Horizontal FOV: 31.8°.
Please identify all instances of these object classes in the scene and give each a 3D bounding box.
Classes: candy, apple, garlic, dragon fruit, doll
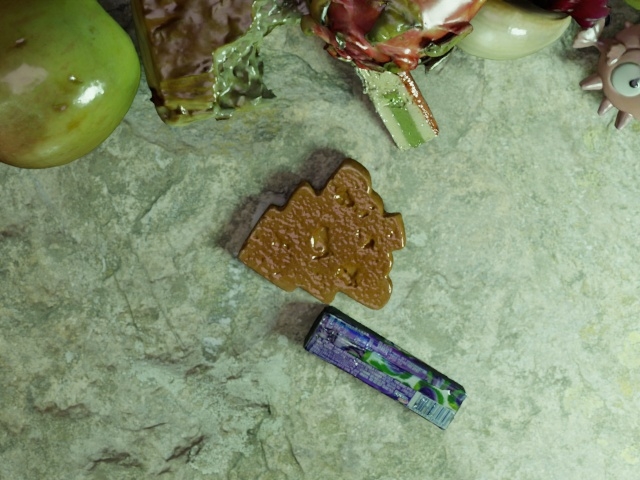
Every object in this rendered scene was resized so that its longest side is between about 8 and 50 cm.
[{"bbox_3d":[0.120,0.233,2.066,0.312,0.061,0.088,31,104,-4],"label":"candy"},{"bbox_3d":[-0.462,-0.291,1.844,0.305,0.338,0.338,-34,99,8],"label":"apple"},{"bbox_3d":[0.299,-0.379,1.869,0.245,0.145,0.164,18,74,-2],"label":"garlic"},{"bbox_3d":[0.103,-0.387,1.716,0.291,0.250,0.269,-28,126,17],"label":"dragon fruit"},{"bbox_3d":[0.542,-0.286,1.877,0.262,0.093,0.211,35,111,-8],"label":"doll"}]

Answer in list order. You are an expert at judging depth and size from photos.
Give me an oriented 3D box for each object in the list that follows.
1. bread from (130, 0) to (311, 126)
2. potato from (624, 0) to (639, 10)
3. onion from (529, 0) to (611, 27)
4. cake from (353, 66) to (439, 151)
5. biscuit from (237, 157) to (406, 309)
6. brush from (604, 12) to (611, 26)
[{"bbox_3d":[-0.156,-0.395,1.861,0.314,0.191,0.370,-12,108,8],"label":"bread"},{"bbox_3d":[0.497,-0.523,1.752,0.270,0.219,0.359,4,121,46],"label":"potato"},{"bbox_3d":[0.330,-0.443,1.723,0.146,0.314,0.280,-28,89,-4],"label":"onion"},{"bbox_3d":[0.120,-0.271,1.946,0.086,0.116,0.220,-26,134,14],"label":"cake"},{"bbox_3d":[0.000,0.000,2.025,0.306,0.043,0.284,-8,105,9],"label":"biscuit"},{"bbox_3d":[0.470,-0.399,1.898,0.024,0.008,0.083,-22,102,13],"label":"brush"}]
